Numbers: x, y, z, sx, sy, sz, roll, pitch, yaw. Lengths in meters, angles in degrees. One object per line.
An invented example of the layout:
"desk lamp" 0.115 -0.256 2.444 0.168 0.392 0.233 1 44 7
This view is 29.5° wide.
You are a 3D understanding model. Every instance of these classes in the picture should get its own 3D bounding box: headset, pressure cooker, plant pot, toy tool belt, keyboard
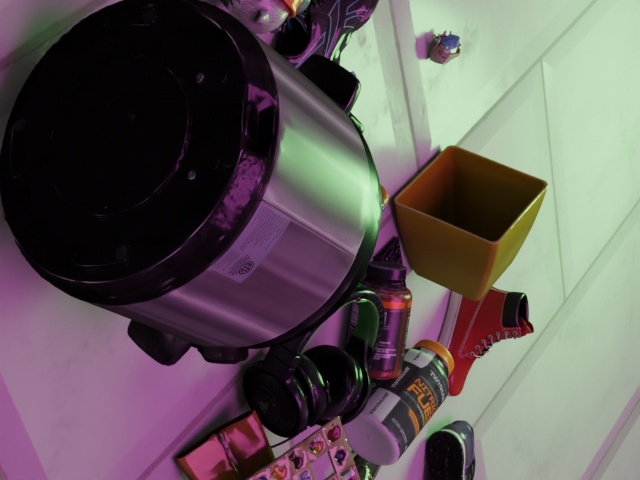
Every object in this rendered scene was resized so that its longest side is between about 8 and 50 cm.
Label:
"headset" -0.002 0.257 1.953 0.243 0.185 0.394 1 118 -55
"pressure cooker" -0.131 -0.052 1.475 0.420 0.369 0.376 30 48 -58
"plant pot" 0.273 -0.019 2.257 0.212 0.212 0.187 -44 148 -38
"toy tool belt" 0.231 -0.355 2.195 0.083 0.052 0.051 -40 140 -43
"keyboard" 0.130 0.093 2.235 0.108 0.023 0.180 -42 133 -40

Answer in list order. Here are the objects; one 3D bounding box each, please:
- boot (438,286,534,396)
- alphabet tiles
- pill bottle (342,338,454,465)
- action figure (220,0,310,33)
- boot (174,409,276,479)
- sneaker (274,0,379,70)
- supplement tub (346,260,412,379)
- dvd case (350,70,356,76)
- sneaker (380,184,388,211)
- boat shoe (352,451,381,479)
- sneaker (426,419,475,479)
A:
"boot" 0.332 0.211 2.433 0.088 0.176 0.244 3 100 -58
"alphabet tiles" -0.027 0.413 1.867 0.237 0.009 0.198 -30 110 -35
"pill bottle" 0.151 0.287 2.238 0.246 0.130 0.130 -46 136 -38
"action figure" -0.075 -0.434 1.618 0.341 0.178 0.330 30 67 -57
"boot" -0.136 0.439 1.845 0.264 0.096 0.280 -34 106 -22
"sneaker" 0.010 -0.343 1.833 0.106 0.101 0.267 41 67 -51
"supplement tub" 0.105 0.139 2.139 0.106 0.106 0.198 -4 105 -55
"dvd case" -0.002 -0.211 1.855 0.013 0.119 0.087 47 58 -18
"sneaker" 0.000 0.000 1.963 0.296 0.111 0.131 -38 148 -41
"boat shoe" 0.060 0.459 2.220 0.228 0.068 0.081 -45 135 -38
"sneaker" 0.286 0.516 2.546 0.124 0.107 0.283 -20 117 -58
